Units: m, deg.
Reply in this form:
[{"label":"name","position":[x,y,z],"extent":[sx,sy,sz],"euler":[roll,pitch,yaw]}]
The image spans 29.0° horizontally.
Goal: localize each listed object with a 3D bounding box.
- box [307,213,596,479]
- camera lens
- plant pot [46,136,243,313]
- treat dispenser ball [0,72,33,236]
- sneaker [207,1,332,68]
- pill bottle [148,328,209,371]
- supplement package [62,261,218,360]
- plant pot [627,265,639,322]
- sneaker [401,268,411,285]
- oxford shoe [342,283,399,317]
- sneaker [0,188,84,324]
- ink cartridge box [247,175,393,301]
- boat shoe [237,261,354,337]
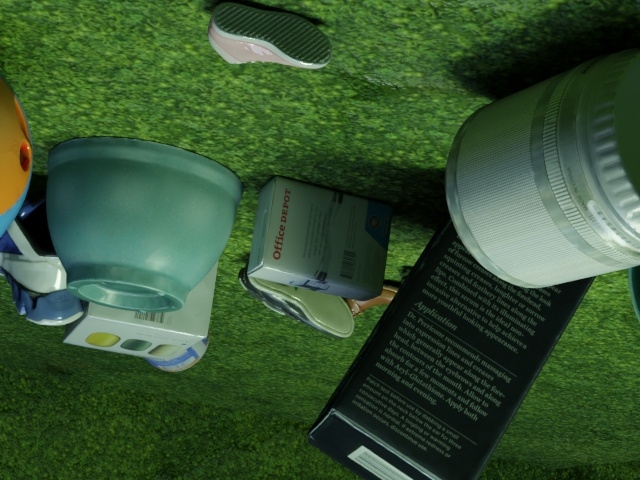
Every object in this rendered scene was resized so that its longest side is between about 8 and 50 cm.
[{"label":"box","position":[0.182,0.155,1.746],"extent":[0.212,0.395,0.293],"euler":[33,162,3]},{"label":"camera lens","position":[0.285,-0.073,1.328],"extent":[0.219,0.220,0.274],"euler":[17,161,-29]},{"label":"plant pot","position":[-0.271,-0.006,1.823],"extent":[0.292,0.196,0.293],"euler":[7,164,2]},{"label":"treat dispenser ball","position":[-0.480,-0.100,1.440],"extent":[0.288,0.288,0.288],"euler":[7,163,2]},{"label":"sneaker","position":[-0.058,-0.211,1.317],"extent":[0.134,0.051,0.070],"euler":[15,163,-14]},{"label":"pill bottle","position":[-0.314,0.162,2.465],"extent":[0.152,0.152,0.272],"euler":[5,162,7]},{"label":"supplement package","position":[-0.304,0.075,2.097],"extent":[0.199,0.198,0.262],"euler":[12,163,-17]},{"label":"plant pot","position":[0.549,0.040,1.507],"extent":[0.292,0.293,0.235],"euler":[-2,175,29]},{"label":"sneaker","position":[0.202,0.114,2.220],"extent":[0.098,0.083,0.224],"euler":[-1,161,10]},{"label":"oxford shoe","position":[0.063,0.117,2.297],"extent":[0.212,0.076,0.076],"euler":[-6,157,31]},{"label":"sneaker","position":[-0.470,-0.017,1.980],"extent":[0.127,0.182,0.315],"euler":[-12,-146,-41]},{"label":"ink cartridge box","position":[0.000,0.000,1.823],"extent":[0.190,0.140,0.082],"euler":[13,164,-17]},{"label":"boat shoe","position":[-0.042,0.106,2.241],"extent":[0.233,0.084,0.079],"euler":[31,148,-17]}]
